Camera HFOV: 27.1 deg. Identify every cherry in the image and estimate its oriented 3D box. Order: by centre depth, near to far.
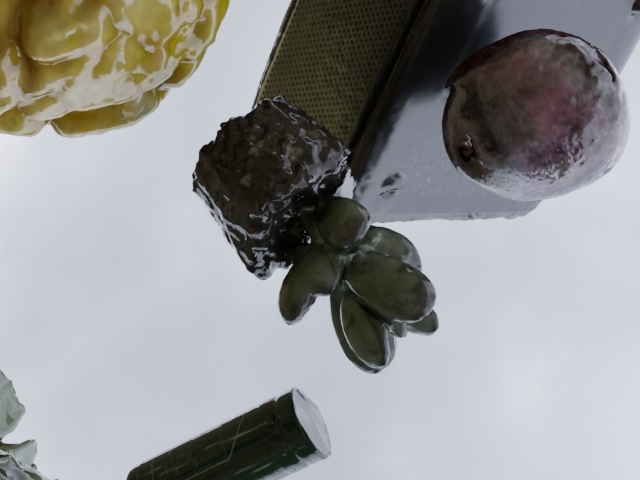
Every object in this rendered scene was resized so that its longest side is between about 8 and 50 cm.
[{"bbox_3d":[0.221,-0.126,1.384,0.195,0.195,0.195,-25,-128,38],"label":"cherry"}]

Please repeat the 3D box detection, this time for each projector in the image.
[{"bbox_3d":[0.166,-0.230,1.598,0.242,0.395,0.405,44,-59,34],"label":"projector"}]

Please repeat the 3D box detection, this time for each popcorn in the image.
[{"bbox_3d":[-0.254,-0.290,1.331,0.390,0.354,0.344,-16,-147,-6],"label":"popcorn"}]

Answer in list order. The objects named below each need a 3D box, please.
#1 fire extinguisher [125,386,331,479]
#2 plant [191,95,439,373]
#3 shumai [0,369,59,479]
[{"bbox_3d":[-0.138,0.282,1.612,0.311,0.114,0.095,-28,-94,13],"label":"fire extinguisher"},{"bbox_3d":[-0.001,-0.002,1.263,0.149,0.146,0.274,-34,-106,-18],"label":"plant"},{"bbox_3d":[-0.345,0.247,0.942,0.395,0.395,0.348,-63,-162,2],"label":"shumai"}]
